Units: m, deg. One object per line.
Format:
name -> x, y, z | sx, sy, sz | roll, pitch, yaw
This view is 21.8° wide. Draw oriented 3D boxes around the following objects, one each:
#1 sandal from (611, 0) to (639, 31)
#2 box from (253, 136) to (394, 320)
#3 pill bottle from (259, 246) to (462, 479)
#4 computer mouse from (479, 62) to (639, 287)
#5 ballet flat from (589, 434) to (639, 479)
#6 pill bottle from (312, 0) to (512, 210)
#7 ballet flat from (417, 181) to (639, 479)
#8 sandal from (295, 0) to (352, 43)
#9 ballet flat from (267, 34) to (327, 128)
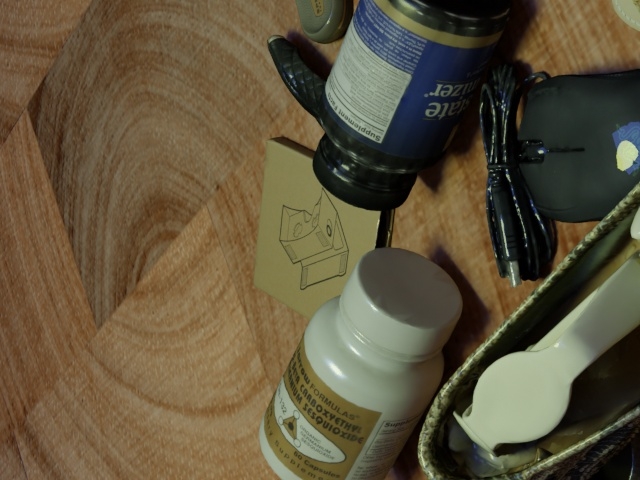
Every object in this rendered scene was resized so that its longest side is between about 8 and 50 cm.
sandal -> 0.267, -0.179, 1.176 | 0.240, 0.079, 0.088 | 19, 111, 53
box -> 0.000, 0.000, 1.651 | 0.201, 0.021, 0.164 | 29, 119, 51
pill bottle -> 0.039, 0.122, 1.516 | 0.131, 0.131, 0.229 | 57, 137, 34
computer mouse -> 0.204, -0.062, 1.296 | 0.272, 0.072, 0.189 | -8, 88, 56
ballet flat -> 0.226, 0.135, 1.308 | 0.084, 0.058, 0.250 | 11, 104, 53
pill bottle -> 0.070, -0.137, 1.435 | 0.123, 0.122, 0.219 | 55, 137, 35
ballet flat -> 0.228, 0.041, 1.128 | 0.164, 0.182, 0.483 | 54, 129, 16
sandal -> -0.029, -0.294, 1.609 | 0.090, 0.060, 0.219 | -23, 76, 55
ballet flat -> -0.002, -0.151, 1.620 | 0.173, 0.049, 0.057 | 50, 177, 41
